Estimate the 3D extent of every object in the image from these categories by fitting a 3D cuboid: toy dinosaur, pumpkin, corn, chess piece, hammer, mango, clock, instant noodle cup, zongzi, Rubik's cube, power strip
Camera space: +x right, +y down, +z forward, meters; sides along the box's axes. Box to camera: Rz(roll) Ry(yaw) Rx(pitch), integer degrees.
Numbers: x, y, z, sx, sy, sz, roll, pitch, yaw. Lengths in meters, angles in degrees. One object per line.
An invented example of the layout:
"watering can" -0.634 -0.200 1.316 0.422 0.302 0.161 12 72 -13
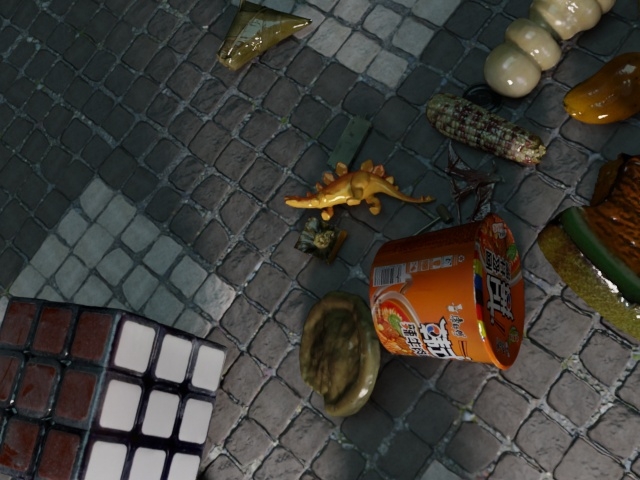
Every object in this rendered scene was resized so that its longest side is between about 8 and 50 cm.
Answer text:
"toy dinosaur" 0.282 -0.096 1.464 0.108 0.032 0.220 -25 66 10
"pumpkin" 0.000 0.000 1.534 0.083 0.054 0.074 24 86 24
"corn" 0.302 -0.204 1.472 0.237 0.079 0.079 27 83 26
"chess piece" 0.404 -0.376 1.465 0.143 0.143 0.261 39 93 29
"hammer" 0.192 -0.023 1.485 0.110 0.019 0.035 -36 61 13
"mango" 0.512 -0.258 1.402 0.159 0.084 0.105 -31 77 32
"clock" 0.308 -0.268 1.527 0.083 0.010 0.074 10 75 26
"toy dinosaur" 0.072 -0.103 1.533 0.288 0.070 0.117 -6 52 9
"instant noodle cup" 0.207 0.086 1.318 0.192 0.250 0.250 -5 69 29
"zongzi" -0.124 -0.429 1.737 0.176 0.078 0.160 23 87 20
"Rubik's cube" -0.394 0.287 1.436 0.305 0.301 0.303 5 74 32
"power strip" 0.062 -0.197 1.599 0.051 0.019 0.136 23 81 30

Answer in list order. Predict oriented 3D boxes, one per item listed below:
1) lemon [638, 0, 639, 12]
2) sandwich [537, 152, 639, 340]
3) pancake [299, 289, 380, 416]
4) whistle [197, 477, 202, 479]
"lemon" 0.641 -0.451 1.364 0.206 0.173 0.173 -4 69 33
"sandwich" 0.481 -0.014 1.288 0.250 0.162 0.301 37 67 -4
"pancake" 0.027 0.192 1.398 0.222 0.042 0.236 -61 34 30
"whistle" -0.234 0.471 1.466 0.109 0.046 0.057 26 97 34
